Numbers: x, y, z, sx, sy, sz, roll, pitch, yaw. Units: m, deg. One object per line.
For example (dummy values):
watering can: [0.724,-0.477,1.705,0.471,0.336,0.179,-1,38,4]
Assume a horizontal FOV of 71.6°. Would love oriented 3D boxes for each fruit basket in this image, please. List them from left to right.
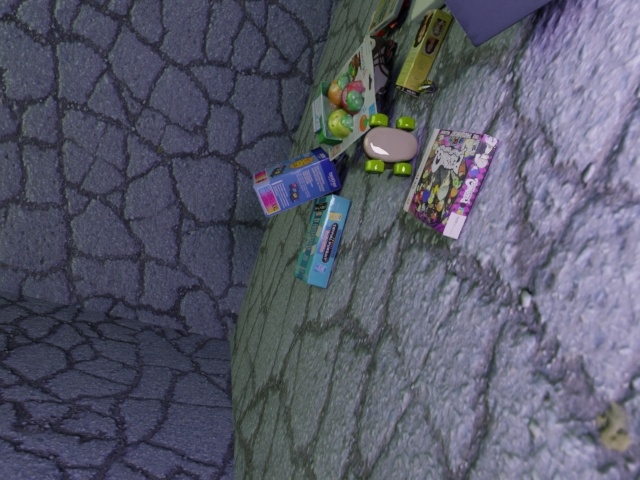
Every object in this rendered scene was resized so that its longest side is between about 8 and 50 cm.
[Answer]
fruit basket: [0.092,-0.500,1.605,0.353,0.166,0.326,147,122,-67]

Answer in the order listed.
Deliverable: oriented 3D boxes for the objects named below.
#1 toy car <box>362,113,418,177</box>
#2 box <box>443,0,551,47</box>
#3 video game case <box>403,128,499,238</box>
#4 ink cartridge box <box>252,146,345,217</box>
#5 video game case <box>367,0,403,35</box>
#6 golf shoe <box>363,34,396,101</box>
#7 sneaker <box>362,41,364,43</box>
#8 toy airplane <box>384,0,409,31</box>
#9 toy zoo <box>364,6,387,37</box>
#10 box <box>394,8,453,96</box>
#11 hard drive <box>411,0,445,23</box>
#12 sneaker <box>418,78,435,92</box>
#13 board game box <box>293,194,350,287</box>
toy car: [0.182,-0.250,1.259,0.188,0.149,0.154,145,130,-84]
box: [0.329,-0.591,0.748,0.294,0.212,0.394,-23,46,37]
video game case: [0.273,-0.134,0.969,0.232,0.042,0.210,-121,48,-70]
ink cartridge box: [-0.079,-0.266,1.877,0.270,0.396,0.151,-116,6,-67]
video game case: [0.274,-0.924,1.708,0.206,0.026,0.226,10,78,68]
golf shoe: [0.196,-0.628,1.627,0.105,0.120,0.272,143,140,-63]
sneaker: [0.202,-0.785,1.811,0.258,0.094,0.091,-143,66,-75]
toy airplane: [0.290,-0.868,1.694,0.151,0.028,0.151,-47,34,45]
toy zoo: [0.259,-0.943,1.903,0.293,0.030,0.192,166,119,-72]
box: [0.296,-0.543,1.294,0.087,0.058,0.232,-110,39,-66]
hard drive: [0.386,-0.801,1.270,0.353,0.047,0.232,-157,84,-74]
sneaker: [0.295,-0.430,1.226,0.083,0.031,0.035,-126,54,-71]
board game box: [0.000,0.000,1.720,0.254,0.079,0.335,-172,99,-75]
